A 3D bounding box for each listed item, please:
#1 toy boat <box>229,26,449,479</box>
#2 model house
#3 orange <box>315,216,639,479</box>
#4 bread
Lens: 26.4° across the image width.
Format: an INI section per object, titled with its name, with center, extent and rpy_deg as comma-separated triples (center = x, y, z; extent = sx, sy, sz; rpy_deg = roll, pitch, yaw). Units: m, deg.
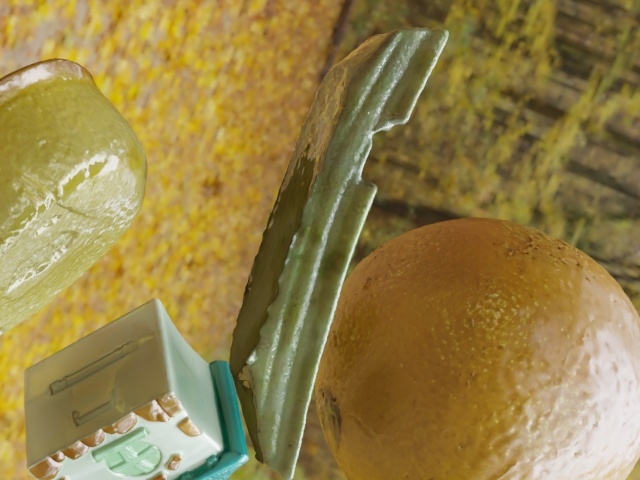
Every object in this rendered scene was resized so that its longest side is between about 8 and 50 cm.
[toy boat]
center = 0.000, 0.000, 0.840
extent = 0.293, 0.055, 0.093
rpy_deg = -71, -162, -1
[model house]
center = -0.122, 0.138, 0.974
extent = 0.127, 0.149, 0.100
rpy_deg = -29, -137, 11
[orange]
center = 0.128, 0.111, 1.092
extent = 0.274, 0.274, 0.274
rpy_deg = 22, 90, -89
[bread]
center = -0.268, -0.033, 1.165
extent = 0.270, 0.148, 0.270
rpy_deg = -41, 171, -8
